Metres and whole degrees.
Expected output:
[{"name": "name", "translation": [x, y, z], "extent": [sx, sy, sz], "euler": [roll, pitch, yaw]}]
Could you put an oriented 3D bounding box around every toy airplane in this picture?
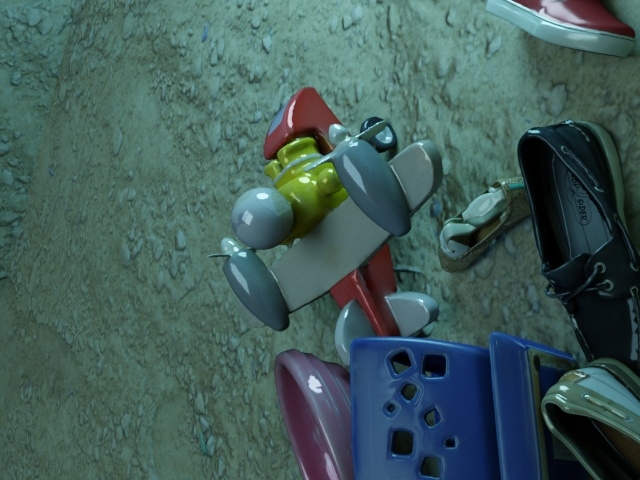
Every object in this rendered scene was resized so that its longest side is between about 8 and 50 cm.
[{"name": "toy airplane", "translation": [0.000, 0.000, 1.482], "extent": [0.384, 0.272, 0.386], "euler": [33, 113, 52]}]

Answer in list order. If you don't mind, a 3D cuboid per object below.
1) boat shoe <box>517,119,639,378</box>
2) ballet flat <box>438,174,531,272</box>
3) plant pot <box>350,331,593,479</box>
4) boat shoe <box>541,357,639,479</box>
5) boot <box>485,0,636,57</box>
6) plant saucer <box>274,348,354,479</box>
[{"name": "boat shoe", "translation": [0.295, 0.019, 1.181], "extent": [0.127, 0.113, 0.340], "euler": [-26, 66, 51]}, {"name": "ballet flat", "translation": [0.200, -0.024, 1.369], "extent": [0.206, 0.067, 0.073], "euler": [-48, 50, 43]}, {"name": "plant pot", "translation": [0.182, 0.226, 1.207], "extent": [0.212, 0.236, 0.236], "euler": [-13, 71, 30]}, {"name": "boat shoe", "translation": [0.343, 0.250, 1.051], "extent": [0.302, 0.103, 0.113], "euler": [45, 133, 32]}, {"name": "boot", "translation": [0.300, -0.321, 1.238], "extent": [0.244, 0.088, 0.176], "euler": [47, 123, 52]}, {"name": "plant saucer", "translation": [0.029, 0.304, 1.482], "extent": [0.332, 0.084, 0.332], "euler": [162, 90, -77]}]
